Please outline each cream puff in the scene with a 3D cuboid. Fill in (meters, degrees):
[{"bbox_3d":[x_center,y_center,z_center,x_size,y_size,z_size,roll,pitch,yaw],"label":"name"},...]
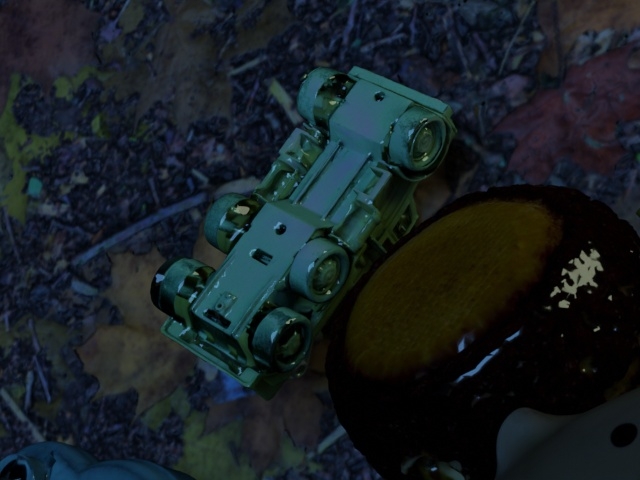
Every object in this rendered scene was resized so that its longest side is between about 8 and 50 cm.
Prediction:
[{"bbox_3d":[0.124,0.075,1.052,0.239,0.165,0.239,-31,26,17],"label":"cream puff"}]

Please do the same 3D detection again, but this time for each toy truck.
[{"bbox_3d":[0.000,-0.004,1.204,0.128,0.135,0.259,28,82,36],"label":"toy truck"}]

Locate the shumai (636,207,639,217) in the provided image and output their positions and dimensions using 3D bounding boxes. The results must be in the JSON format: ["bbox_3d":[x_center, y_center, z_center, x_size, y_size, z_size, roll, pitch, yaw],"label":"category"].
[{"bbox_3d":[0.308,-0.019,1.034,0.184,0.184,0.142,-41,26,14],"label":"shumai"}]

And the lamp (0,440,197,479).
[{"bbox_3d":[-0.171,0.261,1.200,0.284,0.147,0.209,29,88,28],"label":"lamp"}]

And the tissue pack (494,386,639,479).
[{"bbox_3d":[0.281,0.187,0.862,0.387,0.267,0.277,-25,65,21],"label":"tissue pack"}]
